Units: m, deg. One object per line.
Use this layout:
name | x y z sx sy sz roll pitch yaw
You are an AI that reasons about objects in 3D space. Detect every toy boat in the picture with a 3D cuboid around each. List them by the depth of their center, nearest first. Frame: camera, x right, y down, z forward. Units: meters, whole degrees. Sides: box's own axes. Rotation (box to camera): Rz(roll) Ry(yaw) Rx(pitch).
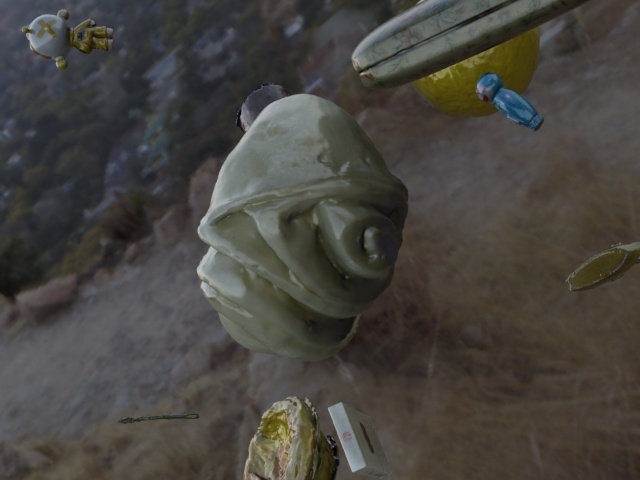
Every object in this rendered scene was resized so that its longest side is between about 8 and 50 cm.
toy boat | 0.446 0.040 1.576 0.149 0.049 0.047 -38 64 42

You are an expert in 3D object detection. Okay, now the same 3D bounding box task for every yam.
yam | -0.040 -0.148 1.842 0.131 0.131 0.279 -38 66 11

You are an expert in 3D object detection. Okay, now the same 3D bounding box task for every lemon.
lemon | 0.277 -0.346 1.856 0.253 0.253 0.310 -36 -13 15

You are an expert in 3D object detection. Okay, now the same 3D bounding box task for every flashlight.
flashlight | 0.311 -0.228 1.666 0.051 0.129 0.051 -46 -18 -20

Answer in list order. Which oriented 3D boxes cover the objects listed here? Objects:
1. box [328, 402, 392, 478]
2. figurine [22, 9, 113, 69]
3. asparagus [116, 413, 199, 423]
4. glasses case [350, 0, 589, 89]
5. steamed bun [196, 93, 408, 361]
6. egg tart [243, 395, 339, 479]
box | 0.055 0.271 1.363 0.024 0.167 0.090 -25 69 8
figurine | -0.428 -0.342 1.731 0.068 0.143 0.101 131 162 -73
asparagus | -0.326 0.357 2.041 0.016 0.166 0.013 -104 19 -45
glasses case | 0.232 -0.310 1.330 0.426 0.098 0.156 -21 13 29
steamed bun | 0.000 0.000 1.452 0.247 0.339 0.352 13 60 23
egg tart | -0.044 0.349 1.517 0.241 0.106 0.240 17 90 70
